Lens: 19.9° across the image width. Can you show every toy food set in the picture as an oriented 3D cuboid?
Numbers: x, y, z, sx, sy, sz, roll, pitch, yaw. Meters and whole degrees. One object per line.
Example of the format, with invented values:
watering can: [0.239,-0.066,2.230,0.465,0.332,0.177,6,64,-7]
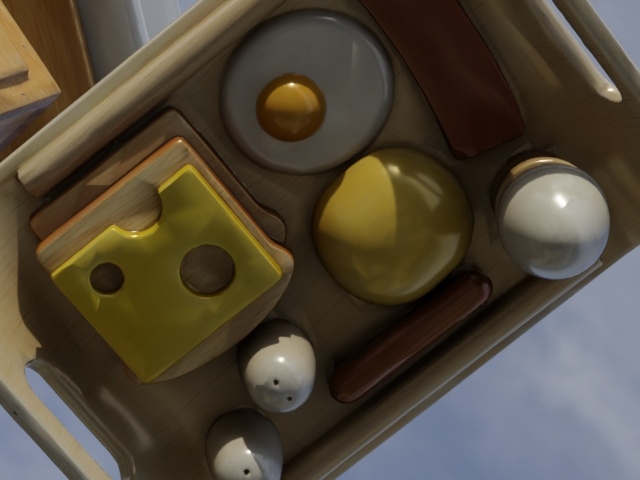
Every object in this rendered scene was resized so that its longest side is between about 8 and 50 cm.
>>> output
toy food set: [0.000,0.000,0.795,0.306,0.092,0.220,-38,-74,5]

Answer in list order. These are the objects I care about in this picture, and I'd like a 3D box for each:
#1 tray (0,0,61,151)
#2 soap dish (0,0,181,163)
tray: [-0.311,-0.199,0.847,0.076,0.203,0.411,-38,-95,36]
soap dish: [-0.158,-0.166,1.073,0.118,0.229,0.291,-9,-61,3]
